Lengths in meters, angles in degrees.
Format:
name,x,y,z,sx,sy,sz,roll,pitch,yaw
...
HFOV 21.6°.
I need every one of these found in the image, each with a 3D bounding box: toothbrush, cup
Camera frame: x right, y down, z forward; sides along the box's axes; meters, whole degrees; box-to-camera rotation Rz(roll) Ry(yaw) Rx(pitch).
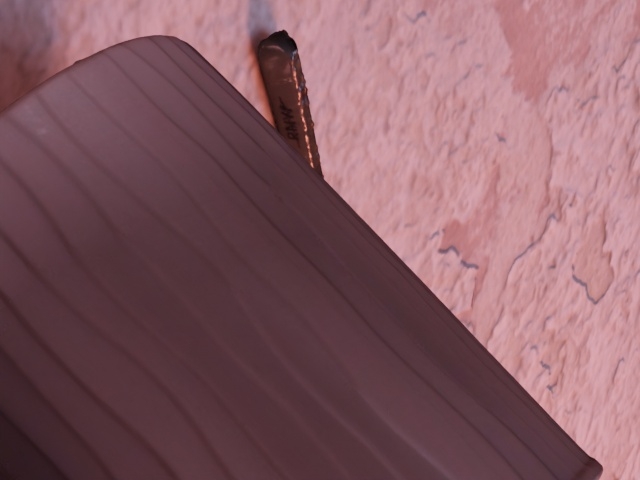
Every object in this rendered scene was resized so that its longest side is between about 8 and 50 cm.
name,x,y,z,sx,sy,sz,roll,pitch,yaw
toothbrush,0.000,0.000,1.012,0.030,0.030,0.297,-37,135,-28
cup,-0.048,0.084,0.737,0.208,0.273,0.288,-41,172,-14
